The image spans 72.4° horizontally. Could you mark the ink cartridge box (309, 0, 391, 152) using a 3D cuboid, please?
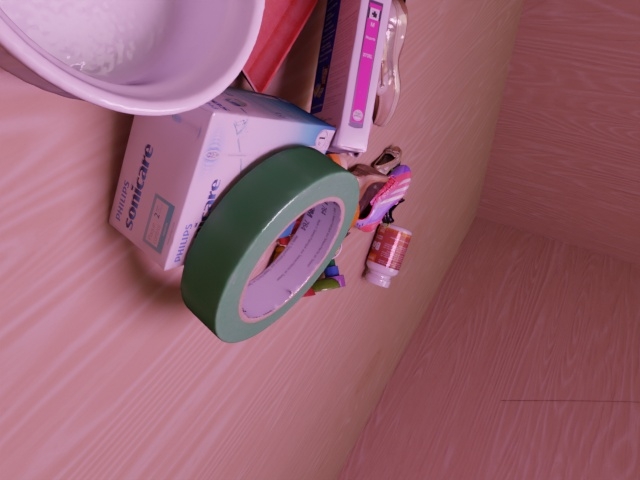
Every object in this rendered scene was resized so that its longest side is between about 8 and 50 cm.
[{"bbox_3d":[0.049,-0.343,0.782,0.069,0.175,0.372,4,98,-21],"label":"ink cartridge box"}]

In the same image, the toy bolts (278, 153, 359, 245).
[{"bbox_3d":[0.024,-0.071,0.947,0.158,0.218,0.229,-20,134,-42],"label":"toy bolts"}]

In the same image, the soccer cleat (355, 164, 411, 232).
[{"bbox_3d":[0.187,-0.136,1.331,0.248,0.083,0.095,-53,139,0],"label":"soccer cleat"}]

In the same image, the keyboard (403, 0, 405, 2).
[{"bbox_3d":[0.166,-0.568,1.070,0.180,0.023,0.108,-15,116,-59],"label":"keyboard"}]

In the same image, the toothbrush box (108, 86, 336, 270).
[{"bbox_3d":[-0.131,-0.104,0.652,0.295,0.126,0.217,-16,136,-59],"label":"toothbrush box"}]

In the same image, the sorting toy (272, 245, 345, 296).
[{"bbox_3d":[-0.031,0.073,1.100,0.365,0.126,0.126,-1,80,-66],"label":"sorting toy"}]

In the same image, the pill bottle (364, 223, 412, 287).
[{"bbox_3d":[0.235,0.052,1.555,0.121,0.121,0.216,15,95,-65],"label":"pill bottle"}]

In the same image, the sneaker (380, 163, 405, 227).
[{"bbox_3d":[0.238,-0.157,1.430,0.084,0.097,0.235,3,105,-64],"label":"sneaker"}]

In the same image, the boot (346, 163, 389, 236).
[{"bbox_3d":[0.094,-0.102,1.234,0.248,0.090,0.207,-24,141,-59],"label":"boot"}]

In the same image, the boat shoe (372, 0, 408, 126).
[{"bbox_3d":[0.132,-0.410,1.045,0.098,0.109,0.303,-16,139,-16],"label":"boat shoe"}]

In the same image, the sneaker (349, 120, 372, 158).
[{"bbox_3d":[0.097,-0.269,1.117,0.070,0.050,0.135,-56,156,-37],"label":"sneaker"}]

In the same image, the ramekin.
[{"bbox_3d":[-0.194,-0.253,0.382,0.277,0.135,0.278,-16,112,-47],"label":"ramekin"}]

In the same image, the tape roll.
[{"bbox_3d":[-0.066,0.012,0.687,0.321,0.077,0.321,-45,161,-21],"label":"tape roll"}]

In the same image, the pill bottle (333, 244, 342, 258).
[{"bbox_3d":[0.000,0.000,1.098,0.116,0.065,0.065,35,76,-50],"label":"pill bottle"}]

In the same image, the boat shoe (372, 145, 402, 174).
[{"bbox_3d":[0.208,-0.252,1.354,0.153,0.056,0.048,-44,150,-30],"label":"boat shoe"}]

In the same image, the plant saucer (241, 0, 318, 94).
[{"bbox_3d":[-0.097,-0.398,0.637,0.259,0.047,0.259,-63,155,-13],"label":"plant saucer"}]
